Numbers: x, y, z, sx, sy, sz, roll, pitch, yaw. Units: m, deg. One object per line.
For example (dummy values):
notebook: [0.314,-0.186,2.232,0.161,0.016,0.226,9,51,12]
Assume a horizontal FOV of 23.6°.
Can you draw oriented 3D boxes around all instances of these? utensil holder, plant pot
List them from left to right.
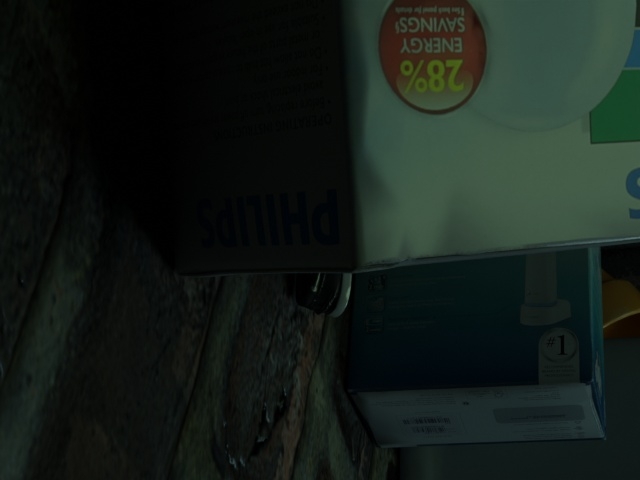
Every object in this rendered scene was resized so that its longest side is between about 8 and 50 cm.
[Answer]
plant pot: [0.302,0.086,2.009,0.188,0.205,0.205,55,1,25]
utensil holder: [0.302,0.256,1.611,0.327,0.386,0.327,-5,90,-75]

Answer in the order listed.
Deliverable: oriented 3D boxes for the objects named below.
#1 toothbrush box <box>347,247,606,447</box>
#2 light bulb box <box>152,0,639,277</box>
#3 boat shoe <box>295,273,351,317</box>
toothbrush box: [0.149,0.032,1.419,0.126,0.216,0.295,65,24,-55]
light bulb box: [0.099,-0.171,0.917,0.225,0.358,0.361,-2,-86,60]
boat shoe: [0.000,0.000,1.201,0.046,0.038,0.125,-36,-136,53]
